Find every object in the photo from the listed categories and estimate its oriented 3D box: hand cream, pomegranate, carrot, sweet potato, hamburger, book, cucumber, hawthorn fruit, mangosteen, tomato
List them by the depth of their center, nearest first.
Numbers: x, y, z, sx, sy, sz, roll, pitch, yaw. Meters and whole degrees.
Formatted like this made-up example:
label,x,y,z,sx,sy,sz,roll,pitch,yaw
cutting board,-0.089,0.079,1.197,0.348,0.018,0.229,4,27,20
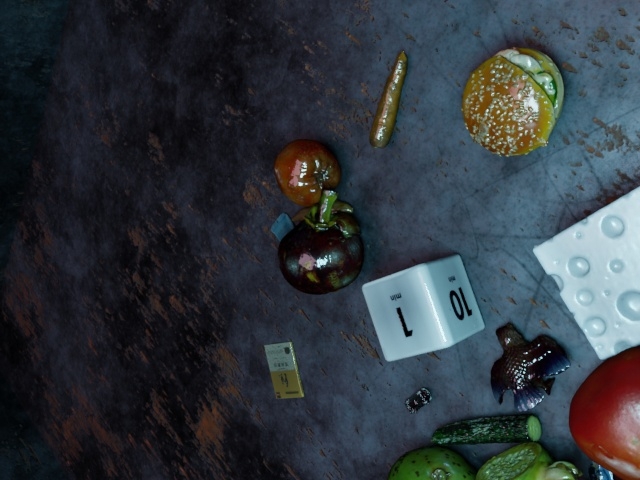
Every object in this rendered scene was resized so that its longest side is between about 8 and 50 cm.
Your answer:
label,x,y,z,sx,sy,sz,roll,pitch,yaw
tomato,0.626,0.346,1.223,0.298,0.226,0.299,7,101,42
hamburger,0.403,-0.291,1.354,0.236,0.147,0.237,10,104,41
pomegranate,0.476,0.550,1.413,0.240,0.190,0.159,-35,86,21
cucumber,0.385,0.460,1.543,0.293,0.067,0.068,-20,84,42
pomegranate,0.275,0.641,1.558,0.254,0.254,0.271,33,132,31
carrot,0.174,-0.347,1.594,0.059,0.059,0.248,26,109,34
mangosteen,0.000,0.000,1.673,0.231,0.231,0.289,11,112,38
hawthorn fruit,-0.049,-0.188,1.731,0.200,0.179,0.179,24,112,47
sweet potato,-0.001,-0.081,1.780,0.218,0.051,0.065,-5,96,40
hand cream,-0.074,0.024,1.871,0.083,0.048,0.224,-50,60,33
book,-0.113,0.401,1.976,0.118,0.012,0.172,-15,87,41

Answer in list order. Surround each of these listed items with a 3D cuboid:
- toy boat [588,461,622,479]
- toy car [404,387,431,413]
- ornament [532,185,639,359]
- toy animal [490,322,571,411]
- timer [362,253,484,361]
label,x,y,z,sx,sy,sz,roll,pitch,yaw
toy boat,0.592,0.558,1.358,0.097,0.100,0.223,-6,90,12
toy car,0.256,0.417,1.666,0.041,0.025,0.093,55,129,17
ornament,0.594,0.042,1.189,0.239,0.239,0.240,-39,73,37
toy animal,0.444,0.277,1.431,0.218,0.116,0.180,-43,71,42
timer,0.245,0.159,1.525,0.194,0.192,0.195,-25,81,39
